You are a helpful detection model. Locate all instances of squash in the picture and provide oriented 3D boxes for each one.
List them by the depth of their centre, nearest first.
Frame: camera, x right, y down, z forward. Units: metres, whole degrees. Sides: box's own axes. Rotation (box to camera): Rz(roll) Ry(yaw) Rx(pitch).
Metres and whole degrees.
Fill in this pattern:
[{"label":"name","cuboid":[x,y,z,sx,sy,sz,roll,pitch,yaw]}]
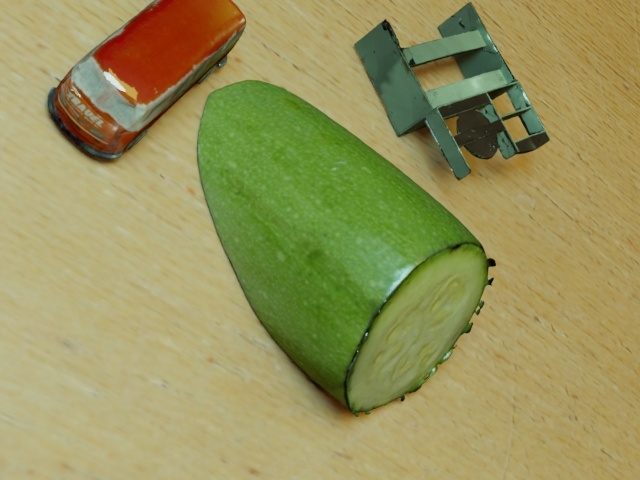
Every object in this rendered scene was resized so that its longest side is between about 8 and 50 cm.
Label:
[{"label":"squash","cuboid":[0.000,0.000,0.760,0.189,0.189,0.260,-23,50,-41]}]

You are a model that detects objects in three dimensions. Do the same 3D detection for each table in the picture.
[{"label":"table","cuboid":[0.138,-0.150,0.901,0.146,0.062,0.175,-23,85,-41]}]

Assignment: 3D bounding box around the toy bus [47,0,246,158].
[{"label":"toy bus","cuboid":[-0.130,-0.141,0.684,0.079,0.077,0.174,46,50,-12]}]
